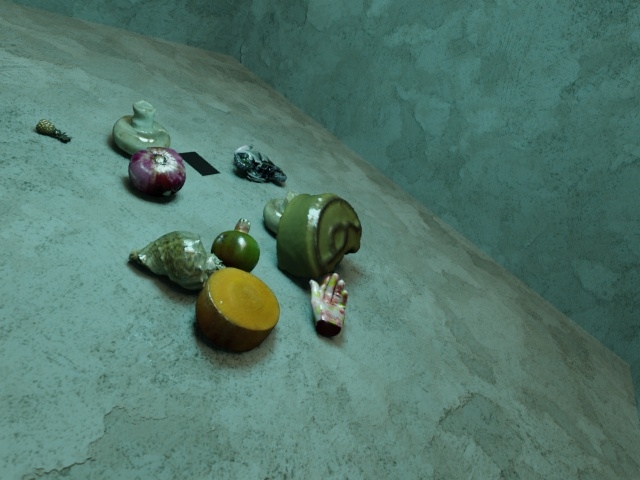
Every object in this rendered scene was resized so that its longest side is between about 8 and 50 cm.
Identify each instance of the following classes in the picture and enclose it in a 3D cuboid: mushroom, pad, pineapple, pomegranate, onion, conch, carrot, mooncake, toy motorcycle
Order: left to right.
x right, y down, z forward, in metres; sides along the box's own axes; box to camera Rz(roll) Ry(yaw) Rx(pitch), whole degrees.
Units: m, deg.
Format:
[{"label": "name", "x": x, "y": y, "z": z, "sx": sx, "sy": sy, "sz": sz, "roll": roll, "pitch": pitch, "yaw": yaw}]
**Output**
[{"label": "pineapple", "x": -1.031, "y": -0.418, "z": 1.640, "sx": 0.124, "sy": 0.058, "sz": 0.058, "roll": 35, "pitch": 25, "yaw": -24}, {"label": "mushroom", "x": -0.759, "y": -0.479, "z": 1.810, "sx": 0.243, "sy": 0.243, "sz": 0.243, "roll": 24, "pitch": 29, "yaw": -14}, {"label": "onion", "x": -0.629, "y": -0.256, "z": 1.643, "sx": 0.207, "sy": 0.200, "sz": 0.200, "roll": 15, "pitch": 30, "yaw": -52}, {"label": "conch", "x": -0.445, "y": 0.043, "z": 1.355, "sx": 0.291, "sy": 0.159, "sz": 0.210, "roll": 22, "pitch": 30, "yaw": -16}, {"label": "pad", "x": -0.589, "y": -0.374, "z": 2.041, "sx": 0.190, "sy": 0.004, "sz": 0.127, "roll": 40, "pitch": 29, "yaw": 14}, {"label": "pomegranate", "x": -0.291, "y": 0.022, "z": 1.489, "sx": 0.180, "sy": 0.210, "sz": 0.180, "roll": 17, "pitch": -14, "yaw": 4}, {"label": "carrot", "x": -0.249, "y": 0.206, "z": 1.318, "sx": 0.258, "sy": 0.100, "sz": 0.307, "roll": 53, "pitch": 23, "yaw": 9}, {"label": "toy motorcycle", "x": -0.323, "y": -0.400, "z": 2.203, "sx": 0.327, "sy": 0.143, "sz": 0.188, "roll": 13, "pitch": 32, "yaw": -44}, {"label": "mushroom", "x": -0.149, "y": -0.124, "z": 1.873, "sx": 0.204, "sy": 0.204, "sz": 0.204, "roll": 24, "pitch": 29, "yaw": -14}, {"label": "mooncake", "x": 0.000, "y": 0.000, "z": 1.754, "sx": 0.393, "sy": 0.246, "sz": 0.394, "roll": 51, "pitch": 49, "yaw": -45}]

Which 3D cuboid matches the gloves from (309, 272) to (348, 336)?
[{"label": "gloves", "x": 0.027, "y": 0.232, "z": 1.566, "sx": 0.145, "sy": 0.126, "sz": 0.241, "roll": 4, "pitch": 34, "yaw": -1}]
